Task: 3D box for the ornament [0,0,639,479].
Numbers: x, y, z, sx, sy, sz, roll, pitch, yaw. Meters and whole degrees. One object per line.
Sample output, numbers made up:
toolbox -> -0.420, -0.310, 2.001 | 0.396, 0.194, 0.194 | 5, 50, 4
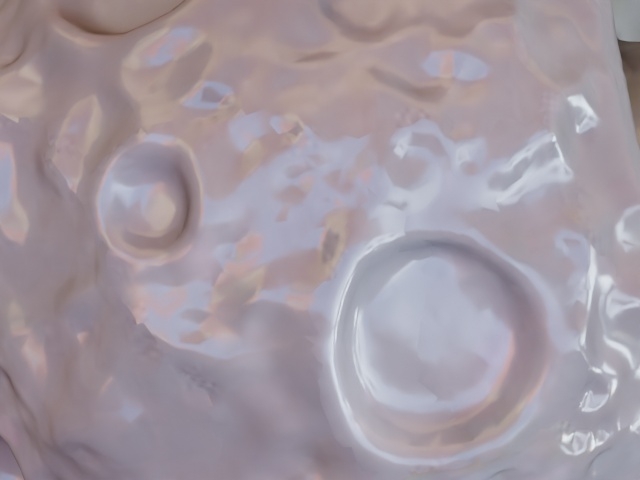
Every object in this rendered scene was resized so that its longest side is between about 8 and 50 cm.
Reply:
ornament -> 0.000, 0.000, 0.703 | 0.337, 0.337, 0.337 | -8, 108, -25
